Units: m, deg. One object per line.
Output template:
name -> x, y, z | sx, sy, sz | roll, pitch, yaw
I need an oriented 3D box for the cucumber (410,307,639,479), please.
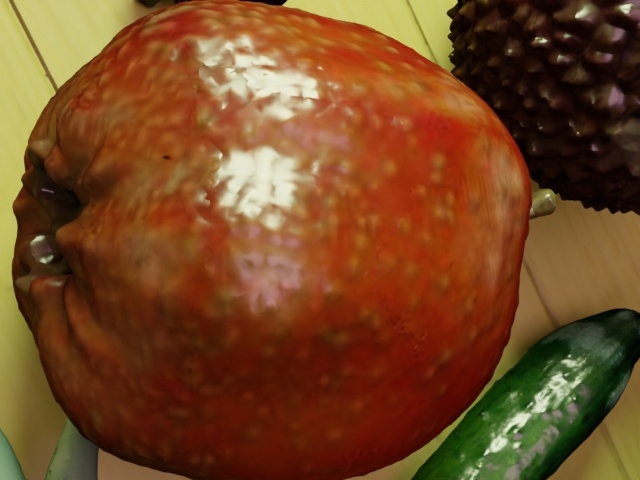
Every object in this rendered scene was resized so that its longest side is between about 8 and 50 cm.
cucumber -> 0.103, 0.105, 0.626 | 0.250, 0.056, 0.056 | -43, 105, -21

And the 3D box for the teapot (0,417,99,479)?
teapot -> -0.186, 0.104, 0.445 | 0.232, 0.159, 0.159 | 2, 85, -21

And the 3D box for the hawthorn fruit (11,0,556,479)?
hawthorn fruit -> 0.000, 0.000, 0.503 | 0.253, 0.205, 0.205 | 1, 85, -31

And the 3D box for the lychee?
lychee -> 0.149, -0.104, 0.597 | 0.188, 0.188, 0.188 | 2, 85, -26

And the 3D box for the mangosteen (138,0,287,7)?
mangosteen -> -0.045, -0.141, 0.557 | 0.081, 0.081, 0.081 | 2, 85, -26
